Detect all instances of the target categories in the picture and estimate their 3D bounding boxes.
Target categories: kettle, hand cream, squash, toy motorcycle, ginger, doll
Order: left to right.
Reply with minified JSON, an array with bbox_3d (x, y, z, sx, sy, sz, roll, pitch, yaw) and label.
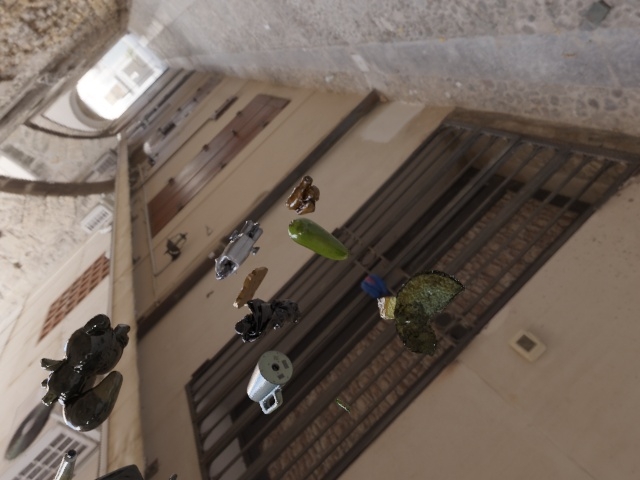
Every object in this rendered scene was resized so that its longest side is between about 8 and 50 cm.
[{"bbox_3d":[-0.923,0.833,1.710,0.067,0.195,0.042,5,-148,-39],"label":"hand cream"},{"bbox_3d":[-0.858,0.496,1.818,0.378,0.382,0.252,36,176,20],"label":"doll"},{"bbox_3d":[-0.314,0.041,1.761,0.110,0.260,0.171,37,162,-13],"label":"toy motorcycle"},{"bbox_3d":[-0.227,0.647,2.108,0.159,0.243,0.211,-10,-125,-38],"label":"kettle"},{"bbox_3d":[-0.055,-0.143,1.626,0.103,0.073,0.162,41,134,3],"label":"ginger"},{"bbox_3d":[0.000,0.000,1.168,0.201,0.066,0.066,28,-171,-37],"label":"squash"}]

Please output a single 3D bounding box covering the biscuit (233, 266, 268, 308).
[{"bbox_3d":[-0.253,0.165,1.722,0.035,0.162,0.250,27,-148,8],"label":"biscuit"}]

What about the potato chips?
[{"bbox_3d":[0.263,0.177,1.187,0.029,0.220,0.202,33,159,-37],"label":"potato chips"}]

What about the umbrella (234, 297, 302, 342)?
[{"bbox_3d":[-0.167,0.239,1.466,0.110,0.122,0.272,34,-161,25],"label":"umbrella"}]

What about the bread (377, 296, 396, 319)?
[{"bbox_3d":[0.388,0.344,2.515,0.152,0.147,0.127,100,165,-63],"label":"bread"}]

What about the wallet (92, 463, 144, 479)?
[{"bbox_3d":[-0.592,0.746,1.322,0.169,0.052,0.245,54,-157,21],"label":"wallet"}]

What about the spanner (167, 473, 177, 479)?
[{"bbox_3d":[-0.692,1.111,1.950,0.040,0.095,0.325,55,-149,-13],"label":"spanner"}]

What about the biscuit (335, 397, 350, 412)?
[{"bbox_3d":[0.106,0.759,2.179,0.089,0.016,0.046,35,-174,8],"label":"biscuit"}]
